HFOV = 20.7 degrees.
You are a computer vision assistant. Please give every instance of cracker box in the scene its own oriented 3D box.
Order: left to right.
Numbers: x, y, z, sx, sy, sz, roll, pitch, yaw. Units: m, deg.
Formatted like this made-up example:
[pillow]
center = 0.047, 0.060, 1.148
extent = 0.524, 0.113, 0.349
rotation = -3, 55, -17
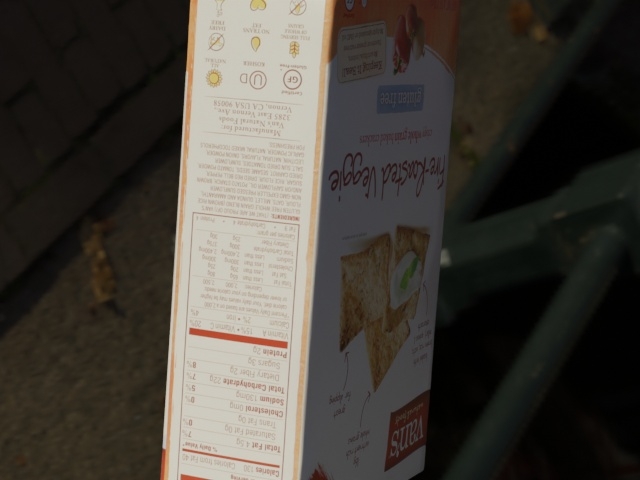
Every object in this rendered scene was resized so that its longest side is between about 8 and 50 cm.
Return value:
[cracker box]
center = 0.000, 0.000, 0.755
extent = 0.155, 0.067, 0.232
rotation = -14, 110, -67
